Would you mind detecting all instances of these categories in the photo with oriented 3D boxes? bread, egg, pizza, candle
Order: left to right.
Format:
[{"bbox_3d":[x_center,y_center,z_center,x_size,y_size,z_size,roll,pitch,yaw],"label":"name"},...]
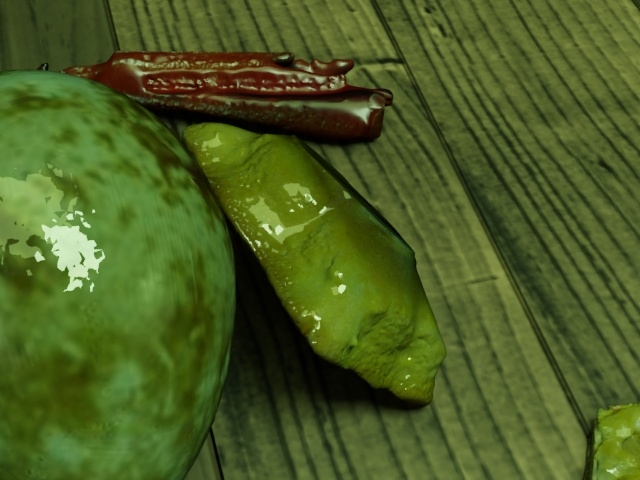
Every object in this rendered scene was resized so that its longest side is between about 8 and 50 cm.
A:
[{"bbox_3d":[-0.166,0.038,0.675,0.238,0.238,0.289,-15,77,-15],"label":"egg"},{"bbox_3d":[-0.090,-0.125,0.937,0.301,0.059,0.084,3,39,1],"label":"candle"},{"bbox_3d":[0.000,0.000,0.767,0.088,0.161,0.233,-42,54,3],"label":"bread"},{"bbox_3d":[0.220,0.155,0.715,0.099,0.036,0.160,15,49,10],"label":"pizza"}]
